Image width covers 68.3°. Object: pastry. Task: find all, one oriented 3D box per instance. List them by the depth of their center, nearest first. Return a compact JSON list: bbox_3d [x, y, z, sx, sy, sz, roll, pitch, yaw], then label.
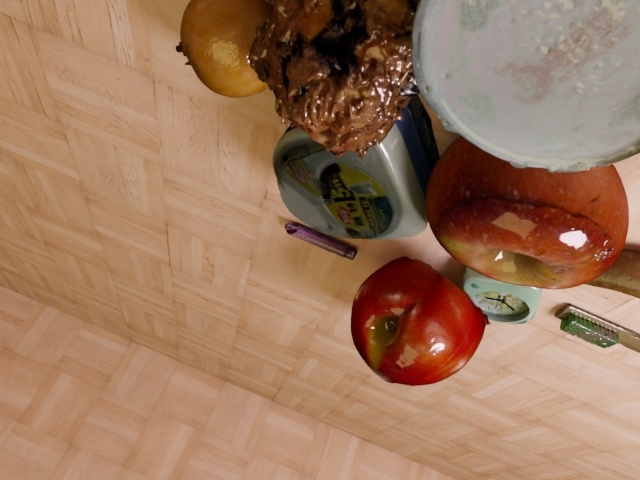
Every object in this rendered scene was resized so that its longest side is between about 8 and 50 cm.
[{"bbox_3d":[0.020,-0.236,0.537,0.192,0.275,0.275,9,146,-3],"label":"pastry"}]

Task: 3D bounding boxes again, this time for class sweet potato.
[{"bbox_3d":[0.572,0.072,0.808,0.345,0.079,0.108,19,175,3],"label":"sweet potato"}]

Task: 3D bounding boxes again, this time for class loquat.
[{"bbox_3d":[-0.124,-0.280,0.668,0.163,0.137,0.163,6,157,3],"label":"loquat"}]

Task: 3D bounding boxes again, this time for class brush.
[{"bbox_3d":[0.631,0.211,0.987,0.282,0.048,0.054,22,149,-2],"label":"brush"}]

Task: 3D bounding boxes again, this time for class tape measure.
[{"bbox_3d":[0.053,-0.119,0.789,0.262,0.138,0.259,-2,138,32],"label":"tape measure"}]

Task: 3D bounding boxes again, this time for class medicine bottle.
[{"bbox_3d":[0.217,-0.223,0.389,0.244,0.290,0.245,21,145,16],"label":"medicine bottle"}]

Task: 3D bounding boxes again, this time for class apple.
[{"bbox_3d":[0.292,-0.050,0.688,0.271,0.207,0.252,12,155,21],"label":"apple"}]

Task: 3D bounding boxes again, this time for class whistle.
[{"bbox_3d":[0.000,0.000,1.073,0.176,0.033,0.033,24,146,0],"label":"whistle"}]

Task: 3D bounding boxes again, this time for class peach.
[{"bbox_3d":[0.223,0.176,1.024,0.281,0.281,0.338,-12,171,40],"label":"peach"}]

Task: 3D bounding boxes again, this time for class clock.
[{"bbox_3d":[0.376,0.116,0.989,0.148,0.060,0.189,7,143,21],"label":"clock"}]
